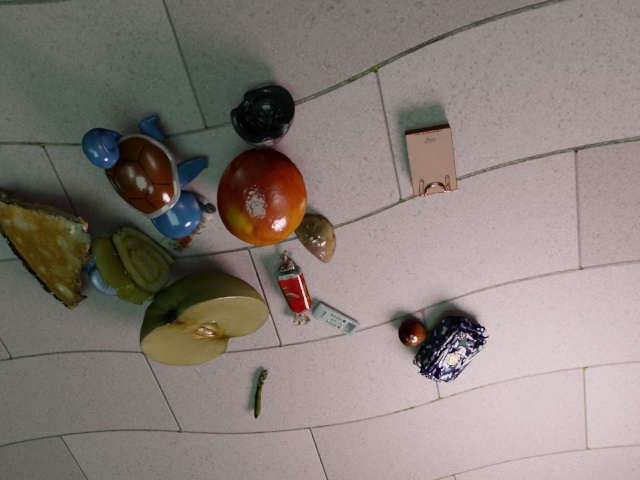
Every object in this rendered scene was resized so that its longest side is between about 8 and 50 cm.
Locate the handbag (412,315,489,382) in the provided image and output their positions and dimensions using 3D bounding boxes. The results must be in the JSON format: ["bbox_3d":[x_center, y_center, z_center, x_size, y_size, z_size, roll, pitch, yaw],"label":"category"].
[{"bbox_3d":[0.428,0.362,1.909,0.162,0.113,0.260,21,114,-29],"label":"handbag"}]

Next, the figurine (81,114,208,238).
[{"bbox_3d":[-0.488,-0.197,1.644,0.298,0.243,0.416,-31,132,10],"label":"figurine"}]

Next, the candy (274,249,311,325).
[{"bbox_3d":[-0.084,0.158,1.875,0.086,0.059,0.292,-12,118,9],"label":"candy"}]

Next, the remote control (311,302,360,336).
[{"bbox_3d":[0.052,0.262,1.939,0.162,0.029,0.061,29,119,-17],"label":"remote control"}]

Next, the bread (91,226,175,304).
[{"bbox_3d":[-0.580,0.069,1.798,0.124,0.186,0.257,-35,101,33],"label":"bread"}]

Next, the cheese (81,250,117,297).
[{"bbox_3d":[-0.717,0.106,1.900,0.245,0.052,0.135,38,112,-15],"label":"cheese"}]

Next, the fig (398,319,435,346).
[{"bbox_3d":[0.321,0.309,1.921,0.125,0.089,0.089,11,121,-23],"label":"fig"}]

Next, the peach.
[{"bbox_3d":[-0.157,-0.123,1.625,0.281,0.238,0.281,-10,113,-24],"label":"peach"}]

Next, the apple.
[{"bbox_3d":[-0.358,0.247,1.786,0.312,0.320,0.360,10,164,31],"label":"apple"}]

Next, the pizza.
[{"bbox_3d":[-0.867,-0.007,1.792,0.392,0.080,0.435,36,132,2],"label":"pizza"}]

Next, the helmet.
[{"bbox_3d":[-0.148,-0.323,1.579,0.153,0.107,0.177,38,76,14],"label":"helmet"}]

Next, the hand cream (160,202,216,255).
[{"bbox_3d":[-0.405,-0.034,1.806,0.080,0.050,0.234,37,121,-20],"label":"hand cream"}]

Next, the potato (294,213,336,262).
[{"bbox_3d":[0.000,0.000,1.763,0.100,0.089,0.172,-36,109,19],"label":"potato"}]

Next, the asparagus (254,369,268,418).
[{"bbox_3d":[-0.221,0.555,2.122,0.034,0.027,0.236,21,120,16],"label":"asparagus"}]

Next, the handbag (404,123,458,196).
[{"bbox_3d":[0.311,-0.221,1.635,0.127,0.063,0.190,-8,115,8],"label":"handbag"}]
